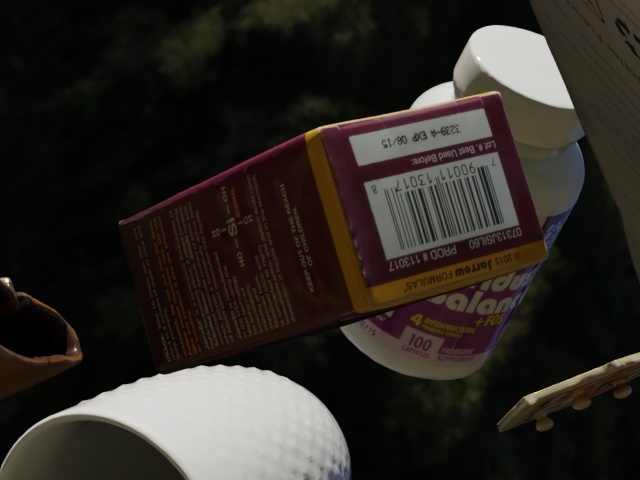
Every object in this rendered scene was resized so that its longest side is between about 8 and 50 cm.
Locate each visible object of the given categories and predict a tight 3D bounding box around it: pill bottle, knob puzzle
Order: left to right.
[{"bbox_3d":[0.132,-0.034,1.642,0.169,0.169,0.301,43,-52,26],"label":"pill bottle"},{"bbox_3d":[0.287,0.154,1.890,0.213,0.213,0.030,125,-55,-67],"label":"knob puzzle"}]

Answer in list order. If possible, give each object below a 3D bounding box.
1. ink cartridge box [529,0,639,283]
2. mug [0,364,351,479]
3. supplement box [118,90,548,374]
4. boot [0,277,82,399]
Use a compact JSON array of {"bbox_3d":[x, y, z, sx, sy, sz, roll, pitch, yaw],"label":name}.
[{"bbox_3d":[0.176,0.030,0.517,0.303,0.072,0.307,51,1,32],"label":"ink cartridge box"},{"bbox_3d":[-0.141,0.301,1.879,0.276,0.328,0.374,36,-64,19],"label":"mug"},{"bbox_3d":[0.000,0.000,0.846,0.188,0.104,0.080,-21,-96,55],"label":"supplement box"},{"bbox_3d":[-0.228,0.078,0.692,0.264,0.280,0.096,78,-12,-73],"label":"boot"}]
